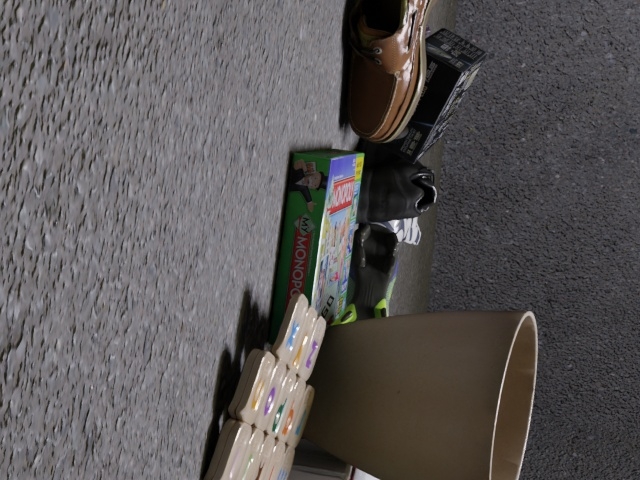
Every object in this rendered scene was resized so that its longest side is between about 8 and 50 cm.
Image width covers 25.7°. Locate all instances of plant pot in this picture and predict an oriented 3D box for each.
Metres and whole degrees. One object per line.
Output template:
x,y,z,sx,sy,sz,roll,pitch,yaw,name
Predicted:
0.103,0.194,1.707,0.256,0.274,0.256,7,90,-72,plant pot

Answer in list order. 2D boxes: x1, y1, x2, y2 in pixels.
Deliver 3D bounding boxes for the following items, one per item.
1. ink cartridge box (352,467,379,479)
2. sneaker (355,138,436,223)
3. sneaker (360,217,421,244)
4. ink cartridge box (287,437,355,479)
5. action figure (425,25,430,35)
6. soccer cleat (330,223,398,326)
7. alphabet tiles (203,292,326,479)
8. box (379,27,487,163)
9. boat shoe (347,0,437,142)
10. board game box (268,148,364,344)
0.102,0.295,1.906,0.239,0.060,0.275,54,36,-33,ink cartridge box
0.109,-0.084,2.055,0.286,0.130,0.109,-67,161,-66,sneaker
0.131,-0.078,2.338,0.235,0.094,0.153,9,98,-72,sneaker
0.000,0.326,1.830,0.218,0.092,0.158,-61,158,-74,ink cartridge box
0.115,-0.318,1.988,0.185,0.099,0.285,-87,-172,-78,action figure
0.048,0.112,1.972,0.121,0.093,0.289,116,-8,-60,soccer cleat
-0.057,0.196,1.423,0.284,0.021,0.278,56,51,-74,alphabet tiles
0.150,-0.204,1.951,0.147,0.078,0.180,-62,173,23,box
0.077,-0.268,1.804,0.104,0.111,0.307,-17,125,-51,boat shoe
0.000,0.000,1.669,0.317,0.046,0.213,-30,128,-80,board game box
